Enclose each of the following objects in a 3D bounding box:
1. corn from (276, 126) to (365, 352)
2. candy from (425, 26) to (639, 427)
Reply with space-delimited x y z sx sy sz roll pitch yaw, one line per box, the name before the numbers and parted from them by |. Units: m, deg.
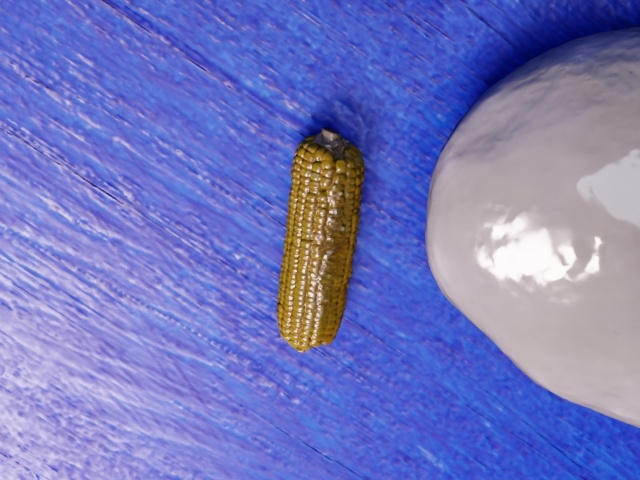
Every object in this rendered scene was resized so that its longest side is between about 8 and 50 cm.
corn | 0.000 0.000 1.773 0.068 0.068 0.207 4 107 -6
candy | 0.301 -0.004 1.742 0.426 0.186 0.386 12 110 -7
